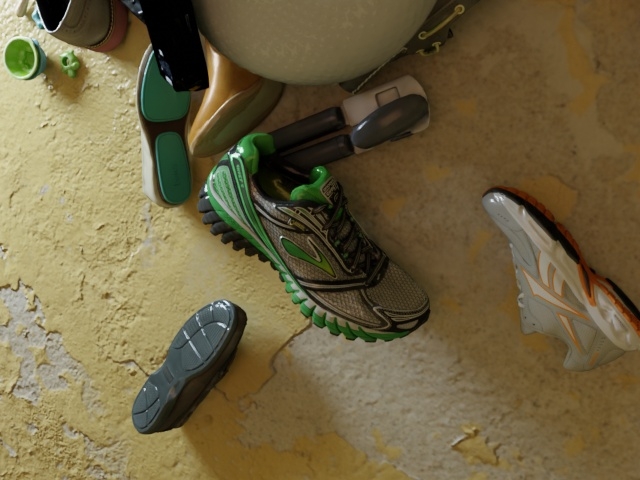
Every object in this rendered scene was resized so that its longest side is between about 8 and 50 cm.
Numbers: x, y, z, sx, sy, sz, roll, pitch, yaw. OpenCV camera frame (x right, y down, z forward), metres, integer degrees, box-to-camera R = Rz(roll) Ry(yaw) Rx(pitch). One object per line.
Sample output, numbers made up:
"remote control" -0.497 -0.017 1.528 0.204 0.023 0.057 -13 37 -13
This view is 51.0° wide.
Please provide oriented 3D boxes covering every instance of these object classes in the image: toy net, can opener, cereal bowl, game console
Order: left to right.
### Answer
"toy net" -0.445 -0.371 1.057 0.122 0.045 0.232 1 99 21
"game console" -0.224 -0.328 0.845 0.044 0.361 0.213 -20 123 -17
"cereal bowl" -0.032 -0.343 0.730 0.339 0.141 0.338 4 100 22
"can opener" 0.008 -0.141 0.892 0.284 0.095 0.075 -18 91 23

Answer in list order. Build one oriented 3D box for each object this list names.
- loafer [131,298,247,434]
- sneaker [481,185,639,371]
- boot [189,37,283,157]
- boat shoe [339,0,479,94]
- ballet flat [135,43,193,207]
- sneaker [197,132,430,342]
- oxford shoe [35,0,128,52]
"loafer" -0.192 0.198 1.047 0.267 0.084 0.096 -50 49 17
"sneaker" 0.271 0.053 0.824 0.121 0.099 0.262 -42 81 26
"boot" -0.133 -0.283 0.931 0.211 0.104 0.295 47 108 14
"boat shoe" 0.133 -0.280 0.814 0.091 0.109 0.305 39 120 -15
"ballet flat" -0.236 -0.172 0.994 0.086 0.086 0.248 7 103 20
"sneaker" 0.000 0.000 0.862 0.344 0.134 0.146 36 132 0
"oxford shoe" -0.380 -0.454 0.972 0.123 0.130 0.347 -16 92 23
